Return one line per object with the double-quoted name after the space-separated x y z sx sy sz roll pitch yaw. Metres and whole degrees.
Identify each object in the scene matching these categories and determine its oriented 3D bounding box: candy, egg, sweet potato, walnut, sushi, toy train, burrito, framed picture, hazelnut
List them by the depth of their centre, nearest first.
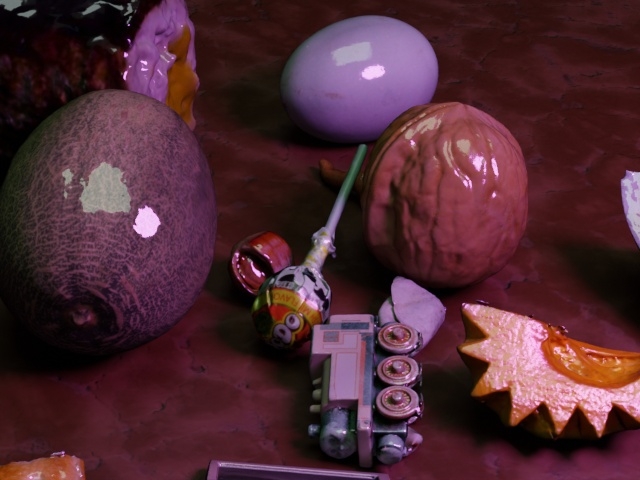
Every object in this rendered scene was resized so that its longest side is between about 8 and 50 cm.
-0.018 0.245 1.497 0.189 0.023 0.260 5 3 -2 "framed picture"
0.047 0.158 1.695 0.125 0.080 0.194 -1 38 5 "toy train"
0.094 0.093 1.823 0.074 0.044 0.118 33 40 5 "burrito"
0.000 0.000 1.849 0.083 0.091 0.305 36 50 -16 "candy"
-0.068 0.030 1.869 0.086 0.086 0.086 4 34 -3 "hazelnut"
0.147 -0.056 1.897 0.228 0.228 0.228 4 34 -3 "walnut"
-0.314 -0.226 2.008 0.294 0.299 0.281 12 19 11 "sushi"
0.059 -0.065 2.056 0.179 0.044 0.044 29 40 29 "sweet potato"
0.052 -0.215 2.164 0.231 0.168 0.168 -19 41 -28 "egg"

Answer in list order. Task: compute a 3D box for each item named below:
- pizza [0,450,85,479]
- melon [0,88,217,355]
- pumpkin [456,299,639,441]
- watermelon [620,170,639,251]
-0.305 0.279 1.471 0.134 0.056 0.271 16 36 10 "pizza"
-0.231 -0.024 1.756 0.249 0.248 0.329 8 44 3 "melon"
0.257 0.160 1.729 0.254 0.149 0.130 12 77 0 "pumpkin"
0.492 0.016 1.885 0.305 0.180 0.224 12 20 11 "watermelon"
